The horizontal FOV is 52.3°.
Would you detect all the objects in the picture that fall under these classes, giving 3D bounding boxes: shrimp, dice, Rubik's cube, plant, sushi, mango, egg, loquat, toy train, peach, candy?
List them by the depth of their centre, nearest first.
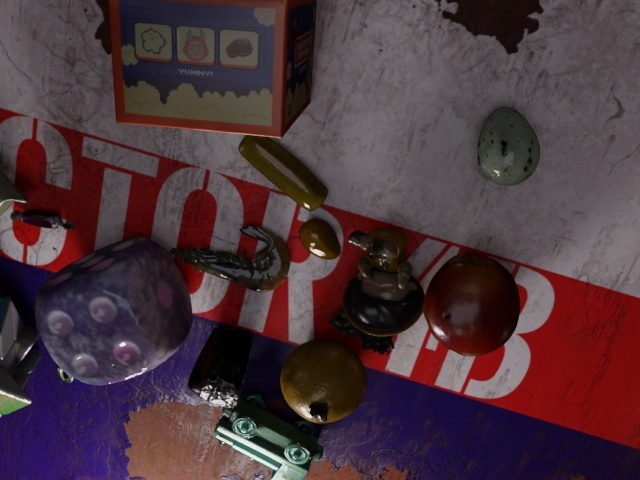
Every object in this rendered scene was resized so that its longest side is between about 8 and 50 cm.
[{"bbox_3d":[0.390,-0.197,1.370,0.131,0.131,0.164,-17,96,15],"label":"egg"},{"bbox_3d":[0.338,0.151,1.468,0.200,0.244,0.243,15,123,50],"label":"peach"},{"bbox_3d":[0.000,0.000,1.547,0.114,0.060,0.080,35,116,-11],"label":"mango"},{"bbox_3d":[-0.491,0.167,1.577,0.271,0.270,0.270,-17,109,16],"label":"dice"},{"bbox_3d":[0.005,0.356,1.598,0.214,0.246,0.213,3,117,7],"label":"loquat"},{"bbox_3d":[-0.217,0.026,1.600,0.296,0.058,0.169,17,107,-3],"label":"shrimp"},{"bbox_3d":[0.107,0.223,1.619,0.174,0.087,0.085,27,79,1],"label":"plant"},{"bbox_3d":[-0.240,0.314,1.626,0.126,0.225,0.136,19,113,-1],"label":"sushi"},{"bbox_3d":[-0.701,-0.054,1.638,0.175,0.045,0.043,9,124,6],"label":"candy"},{"bbox_3d":[-0.927,0.313,1.670,0.388,0.358,0.367,6,115,-6],"label":"Rubik's cube"},{"bbox_3d":[-0.148,0.546,1.773,0.298,0.120,0.194,29,119,-4],"label":"toy train"}]

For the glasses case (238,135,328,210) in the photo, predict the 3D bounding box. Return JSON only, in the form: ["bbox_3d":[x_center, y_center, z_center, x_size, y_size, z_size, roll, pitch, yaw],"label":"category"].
[{"bbox_3d":[-0.084,-0.161,1.491,0.234,0.064,0.079,40,120,-10],"label":"glasses case"}]

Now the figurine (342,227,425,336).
[{"bbox_3d":[0.151,0.097,1.507,0.192,0.167,0.256,20,119,29],"label":"figurine"}]

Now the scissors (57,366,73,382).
[{"bbox_3d":[-0.685,0.318,1.807,0.134,0.020,0.187,0,114,13],"label":"scissors"}]

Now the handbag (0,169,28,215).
[{"bbox_3d":[-0.907,-0.111,1.613,0.316,0.109,0.253,-34,99,20],"label":"handbag"}]

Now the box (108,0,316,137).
[{"bbox_3d":[-0.188,-0.373,1.262,0.319,0.348,0.256,6,113,8],"label":"box"}]
